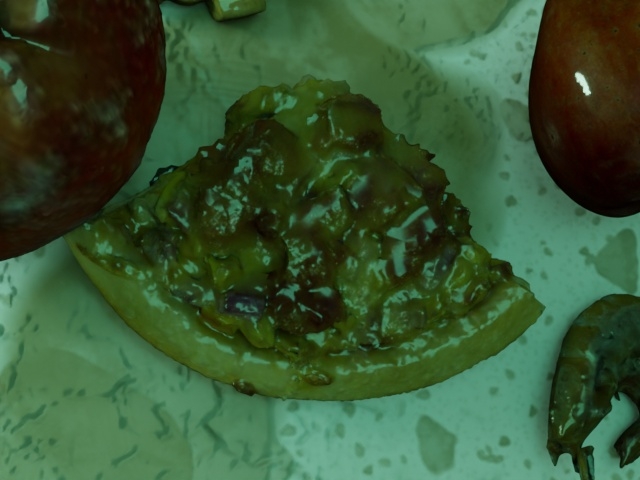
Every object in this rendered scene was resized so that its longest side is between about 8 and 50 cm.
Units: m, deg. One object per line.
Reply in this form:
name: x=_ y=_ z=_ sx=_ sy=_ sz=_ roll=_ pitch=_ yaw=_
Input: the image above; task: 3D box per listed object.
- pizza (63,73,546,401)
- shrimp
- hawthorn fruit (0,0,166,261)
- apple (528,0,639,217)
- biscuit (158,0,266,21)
pizza: x=0.000 y=0.000 z=0.859 sx=0.409 sy=0.114 sz=0.278 roll=16 pitch=82 yaw=-13
shrimp: x=0.268 y=0.137 z=0.921 sx=0.132 sy=0.051 sz=0.187 roll=34 pitch=72 yaw=-5
hawthorn fruit: x=-0.245 y=-0.117 z=0.732 sx=0.284 sy=0.284 sz=0.284 roll=2 pitch=80 yaw=-13
apple: x=0.282 y=-0.129 z=0.890 sx=0.234 sy=0.234 sz=0.234 roll=2 pitch=80 yaw=-13
biscuit: x=-0.109 y=-0.310 z=0.920 sx=0.212 sy=0.041 sz=0.239 roll=-19 pitch=86 yaw=-14
